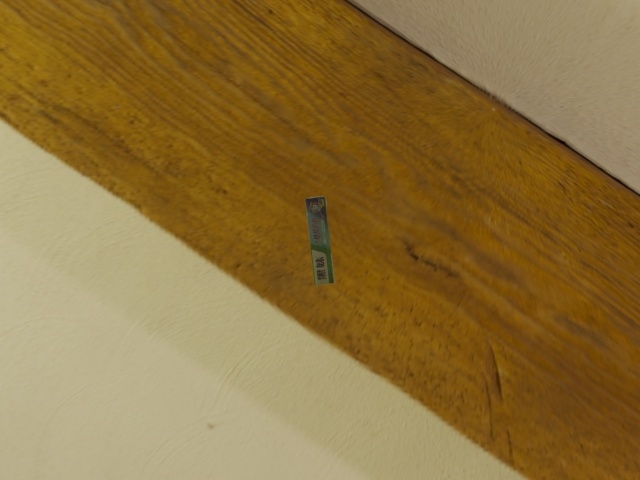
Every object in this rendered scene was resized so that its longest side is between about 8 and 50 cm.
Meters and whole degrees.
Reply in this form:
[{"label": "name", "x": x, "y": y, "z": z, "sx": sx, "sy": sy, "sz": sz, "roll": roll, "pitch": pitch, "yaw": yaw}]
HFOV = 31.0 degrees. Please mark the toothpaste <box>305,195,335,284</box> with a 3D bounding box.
[{"label": "toothpaste", "x": 0.000, "y": 0.000, "z": 1.089, "sx": 0.020, "sy": 0.017, "sz": 0.083, "roll": -6, "pitch": -87, "yaw": 5}]
